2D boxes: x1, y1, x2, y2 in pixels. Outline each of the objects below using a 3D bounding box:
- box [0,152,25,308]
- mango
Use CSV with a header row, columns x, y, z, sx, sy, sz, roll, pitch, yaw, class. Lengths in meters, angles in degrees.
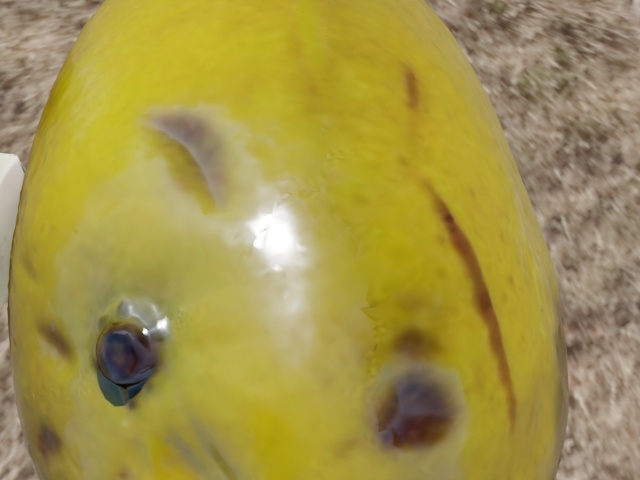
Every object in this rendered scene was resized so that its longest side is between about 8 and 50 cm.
x,y,z,sx,sy,sz,roll,pitch,yaw,class
-0.352,0.005,1.299,0.212,0.168,0.095,7,139,17,box
0.000,0.000,0.774,0.220,0.445,0.301,-24,110,20,mango
